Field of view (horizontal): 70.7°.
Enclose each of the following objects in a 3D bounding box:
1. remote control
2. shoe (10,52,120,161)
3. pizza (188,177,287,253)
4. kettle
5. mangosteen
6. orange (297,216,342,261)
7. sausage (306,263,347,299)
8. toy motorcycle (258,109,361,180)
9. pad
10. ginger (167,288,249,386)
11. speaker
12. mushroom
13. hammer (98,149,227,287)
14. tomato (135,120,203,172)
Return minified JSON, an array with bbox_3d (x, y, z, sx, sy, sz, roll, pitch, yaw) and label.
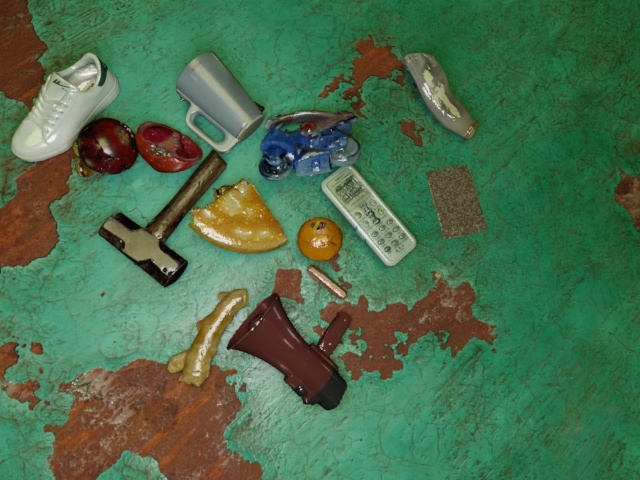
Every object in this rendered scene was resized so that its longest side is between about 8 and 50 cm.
[{"bbox_3d":[0.145,-0.076,1.384,0.128,0.065,0.335,-39,86,-13],"label":"remote control"},{"bbox_3d":[-0.728,-0.379,1.264,0.131,0.160,0.363,39,74,3],"label":"shoe"},{"bbox_3d":[-0.233,-0.072,1.297,0.289,0.081,0.229,9,71,-23],"label":"pizza"},{"bbox_3d":[-0.309,-0.399,1.348,0.210,0.160,0.243,-44,93,-10],"label":"kettle"},{"bbox_3d":[-0.608,-0.258,1.264,0.180,0.166,0.166,-14,79,15],"label":"mangosteen"},{"bbox_3d":[-0.001,0.001,1.316,0.135,0.118,0.136,-3,34,2],"label":"orange"},{"bbox_3d":[0.021,0.124,1.334,0.147,0.035,0.030,40,55,0],"label":"sausage"},{"bbox_3d":[-0.041,-0.285,1.373,0.319,0.241,0.182,-12,120,-8],"label":"toy motorcycle"},{"bbox_3d":[0.443,-0.129,1.475,0.158,0.003,0.235,-12,80,-12],"label":"pad"},{"bbox_3d":[-0.292,0.255,1.238,0.118,0.065,0.299,31,74,12],"label":"ginger"},{"bbox_3d":[-0.061,0.289,1.255,0.329,0.198,0.259,40,34,-13],"label":"speaker"},{"bbox_3d":[0.397,-0.483,1.506,0.109,0.097,0.351,-34,88,-12],"label":"mushroom"},{"bbox_3d":[-0.406,-0.091,1.300,0.242,0.095,0.409,35,69,0],"label":"hammer"},{"bbox_3d":[-0.443,-0.253,1.301,0.189,0.173,0.099,31,116,-10],"label":"tomato"}]
